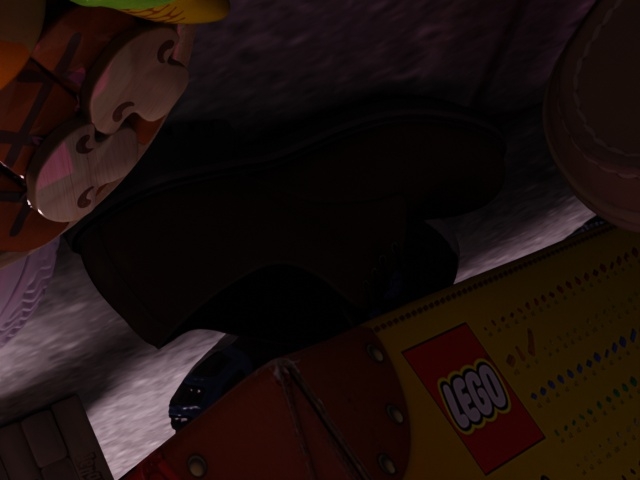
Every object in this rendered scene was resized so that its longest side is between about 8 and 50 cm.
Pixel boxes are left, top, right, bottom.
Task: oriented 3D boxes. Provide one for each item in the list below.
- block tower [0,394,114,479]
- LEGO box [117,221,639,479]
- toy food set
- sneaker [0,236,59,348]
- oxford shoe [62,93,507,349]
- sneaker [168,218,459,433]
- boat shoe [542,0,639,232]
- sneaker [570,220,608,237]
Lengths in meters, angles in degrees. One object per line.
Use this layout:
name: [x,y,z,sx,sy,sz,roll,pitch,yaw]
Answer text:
block tower: [-0.263,0.196,1.007,0.335,0.091,0.097,-23,165,-11]
LEGO box: [0.038,0.172,0.904,0.372,0.193,0.500,-39,169,30]
toy food set: [-0.079,-0.033,0.481,0.192,0.038,0.132,-51,149,7]
sneaker: [-0.208,0.047,0.595,0.268,0.101,0.153,-43,158,32]
oxford shoe: [0.000,0.000,0.781,0.227,0.096,0.083,-16,160,-40]
sneaker: [0.000,0.040,0.985,0.211,0.080,0.081,-40,-178,41]
boat shoe: [0.213,-0.134,0.667,0.341,0.122,0.110,-39,159,8]
sneaker: [0.169,0.085,1.310,0.131,0.112,0.319,-10,159,-38]
